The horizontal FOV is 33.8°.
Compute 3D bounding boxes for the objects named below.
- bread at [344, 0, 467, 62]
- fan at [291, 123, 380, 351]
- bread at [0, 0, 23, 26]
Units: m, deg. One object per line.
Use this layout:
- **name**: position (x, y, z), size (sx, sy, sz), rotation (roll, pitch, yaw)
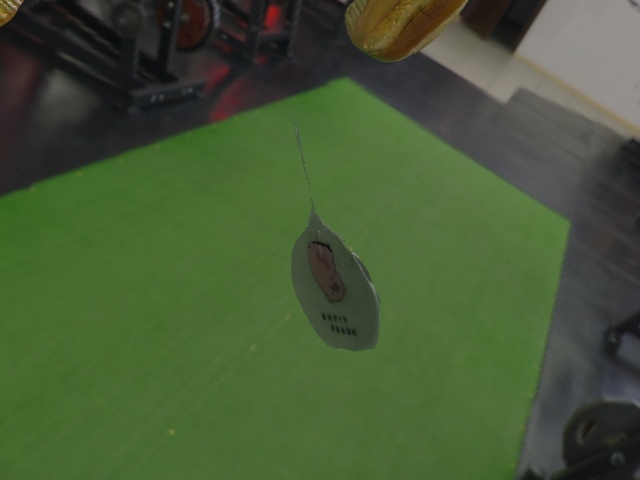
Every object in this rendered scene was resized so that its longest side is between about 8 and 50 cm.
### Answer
- **bread**: position (0.149, -0.393, 1.731), size (0.140, 0.236, 0.106), rotation (27, 34, -32)
- **fan**: position (-0.001, 0.000, 1.355), size (0.010, 0.310, 0.182), rotation (-22, 14, -35)
- **bread**: position (-0.538, -0.377, 1.591), size (0.114, 0.190, 0.132), rotation (41, 27, -67)
